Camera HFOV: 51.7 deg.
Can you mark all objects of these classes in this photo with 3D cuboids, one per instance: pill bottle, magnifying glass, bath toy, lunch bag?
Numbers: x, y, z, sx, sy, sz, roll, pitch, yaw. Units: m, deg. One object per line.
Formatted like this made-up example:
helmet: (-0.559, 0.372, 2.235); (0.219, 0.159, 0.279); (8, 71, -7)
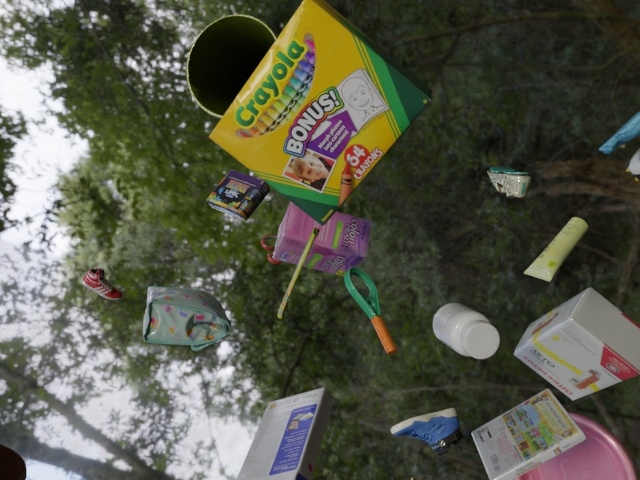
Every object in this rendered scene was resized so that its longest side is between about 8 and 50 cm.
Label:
pill bottle: (0.422, 0.263, 1.907); (0.229, 0.131, 0.131); (-152, 73, -79)
magnifying glass: (0.121, 0.160, 1.540); (0.092, 0.026, 0.231); (13, -135, -47)
bath toy: (0.793, -0.127, 1.468); (0.129, 0.348, 0.151); (-46, -15, 15)
lunch bag: (-0.422, 0.243, 2.093); (0.223, 0.262, 0.160); (-147, 66, -71)

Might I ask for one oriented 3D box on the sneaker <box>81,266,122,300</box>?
sneaker: (-0.601, 0.119, 1.843); (0.067, 0.118, 0.042); (-54, 17, 29)

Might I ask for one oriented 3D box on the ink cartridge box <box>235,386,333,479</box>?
ink cartridge box: (-0.089, 0.508, 1.606); (0.069, 0.176, 0.371); (64, -159, -16)

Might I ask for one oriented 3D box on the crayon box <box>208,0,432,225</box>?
crayon box: (-0.003, -0.265, 1.386); (0.363, 0.313, 0.106); (-49, 9, 25)

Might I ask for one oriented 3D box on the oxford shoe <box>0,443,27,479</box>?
oxford shoe: (-0.646, 0.343, 1.121); (0.140, 0.146, 0.397); (-63, -21, -45)

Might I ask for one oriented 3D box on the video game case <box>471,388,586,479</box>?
video game case: (0.434, 0.415, 1.407); (0.026, 0.206, 0.227); (57, -173, -5)

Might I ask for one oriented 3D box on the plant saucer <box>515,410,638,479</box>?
plant saucer: (0.673, 0.612, 1.744); (0.084, 0.332, 0.332); (-4, -71, -47)

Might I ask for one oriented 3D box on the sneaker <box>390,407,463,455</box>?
sneaker: (0.224, 0.404, 1.364); (0.058, 0.152, 0.084); (126, 133, -59)

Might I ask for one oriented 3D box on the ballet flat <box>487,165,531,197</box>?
ballet flat: (0.358, -0.112, 1.273); (0.168, 0.057, 0.052); (-88, 0, -79)

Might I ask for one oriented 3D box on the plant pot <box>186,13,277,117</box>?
plant pot: (-0.186, -0.450, 1.863); (0.293, 0.275, 0.274); (5, -83, -73)

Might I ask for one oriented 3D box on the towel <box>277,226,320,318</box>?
towel: (-0.055, 0.083, 1.683); (0.102, 0.021, 0.237); (-88, 21, -79)

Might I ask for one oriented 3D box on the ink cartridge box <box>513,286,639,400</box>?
ink cartridge box: (0.890, 0.366, 2.259); (0.160, 0.279, 0.384); (-48, -7, -29)

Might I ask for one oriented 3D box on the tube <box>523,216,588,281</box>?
tube: (0.721, 0.029, 1.998); (0.240, 0.062, 0.070); (-45, -5, -17)

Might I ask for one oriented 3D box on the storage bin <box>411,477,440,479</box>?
storage bin: (0.275, 0.673, 1.449); (0.260, 0.262, 0.123); (25, -65, -44)

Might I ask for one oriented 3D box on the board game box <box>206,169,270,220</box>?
board game box: (-0.269, -0.150, 2.165); (0.141, 0.170, 0.048); (-56, -38, -18)

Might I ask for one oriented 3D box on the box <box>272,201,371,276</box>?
box: (0.000, 0.000, 1.948); (0.213, 0.243, 0.117); (124, 158, -67)

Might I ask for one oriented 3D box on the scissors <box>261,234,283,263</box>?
scissors: (-0.061, -0.016, 2.134); (0.297, 0.109, 0.021); (-27, -26, -30)
